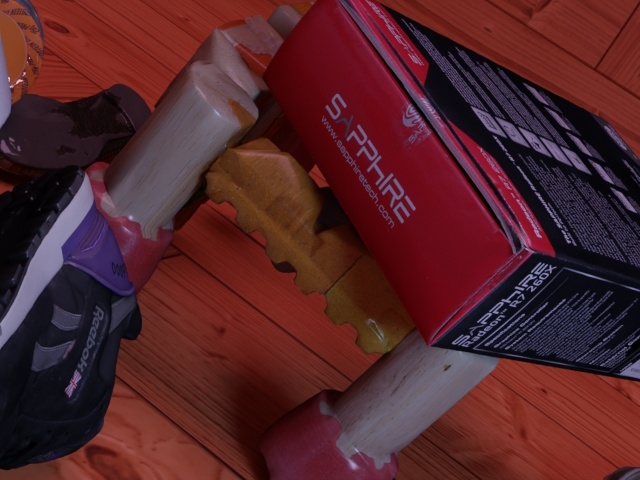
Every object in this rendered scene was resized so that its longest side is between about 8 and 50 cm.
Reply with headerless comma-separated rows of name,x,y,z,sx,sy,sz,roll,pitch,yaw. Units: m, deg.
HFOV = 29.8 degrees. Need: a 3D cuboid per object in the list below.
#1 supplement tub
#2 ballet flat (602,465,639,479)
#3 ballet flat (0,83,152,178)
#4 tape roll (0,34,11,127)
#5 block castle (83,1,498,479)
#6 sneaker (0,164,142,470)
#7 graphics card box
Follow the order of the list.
supplement tub,-0.293,-0.166,0.969,0.117,0.117,0.190,21,6,-33
ballet flat,0.279,0.230,1.049,0.068,0.072,0.213,10,-3,41
ballet flat,-0.228,-0.093,1.071,0.084,0.058,0.250,54,23,-2
tape roll,-0.304,-0.094,0.595,0.286,0.100,0.286,-3,26,2
block castle,0.000,0.000,0.944,0.303,0.213,0.453,45,24,1
sneaker,-0.156,0.077,0.605,0.124,0.107,0.283,63,26,-23
graphics card box,0.149,-0.022,0.835,0.371,0.094,0.233,12,38,-49
